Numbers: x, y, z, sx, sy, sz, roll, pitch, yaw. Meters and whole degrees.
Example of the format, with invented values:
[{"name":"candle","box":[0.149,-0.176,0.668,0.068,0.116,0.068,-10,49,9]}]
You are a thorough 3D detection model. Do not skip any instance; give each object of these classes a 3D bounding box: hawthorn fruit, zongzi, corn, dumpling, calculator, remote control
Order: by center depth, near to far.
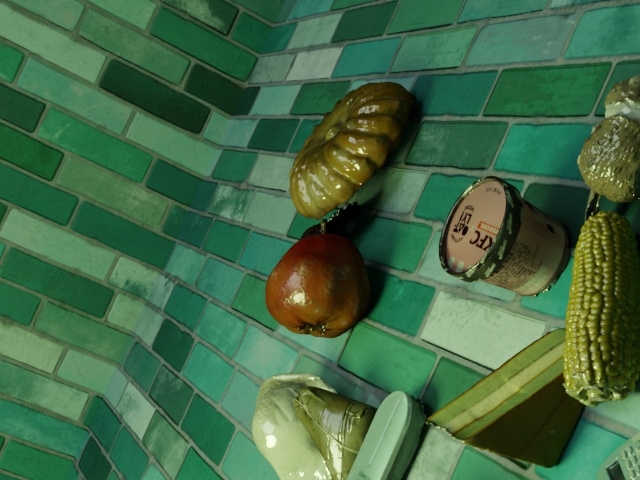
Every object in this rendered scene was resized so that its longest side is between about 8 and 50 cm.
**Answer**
[{"name":"calculator","box":[0.350,0.264,1.267,0.153,0.021,0.095,-52,24,26]},{"name":"corn","box":[0.345,0.080,1.391,0.091,0.091,0.260,73,-157,-53]},{"name":"remote control","box":[0.088,0.346,1.730,0.247,0.052,0.104,-65,20,-1]},{"name":"zongzi","box":[0.000,0.333,1.844,0.189,0.081,0.178,13,84,39]},{"name":"dumpling","box":[-0.032,0.313,1.956,0.166,0.126,0.215,-30,29,15]},{"name":"hawthorn fruit","box":[-0.003,0.062,2.057,0.196,0.197,0.225,-34,42,52]}]

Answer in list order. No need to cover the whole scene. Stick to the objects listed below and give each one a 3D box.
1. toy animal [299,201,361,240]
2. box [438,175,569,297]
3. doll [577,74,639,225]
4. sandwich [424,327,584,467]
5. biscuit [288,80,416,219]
[{"name":"toy animal","box":[0.000,-0.002,2.222,0.218,0.116,0.179,-59,22,15]},{"name":"box","box":[0.263,0.002,1.601,0.151,0.135,0.151,-46,32,40]},{"name":"doll","box":[0.389,-0.112,1.476,0.221,0.105,0.115,-59,29,7]},{"name":"sandwich","box":[0.246,0.179,1.434,0.187,0.144,0.117,-66,24,-3]},{"name":"biscuit","box":[0.049,-0.189,2.260,0.325,0.107,0.325,-47,16,19]}]
